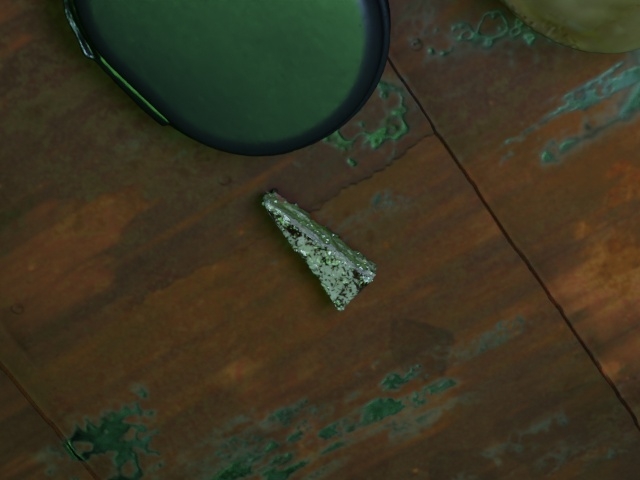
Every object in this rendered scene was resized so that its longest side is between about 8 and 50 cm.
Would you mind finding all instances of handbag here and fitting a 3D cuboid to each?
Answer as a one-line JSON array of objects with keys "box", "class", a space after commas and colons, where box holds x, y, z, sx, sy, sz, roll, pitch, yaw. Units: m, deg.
[{"box": [-0.085, -0.214, 1.591, 0.254, 0.093, 0.308, -40, 107, 22], "class": "handbag"}]

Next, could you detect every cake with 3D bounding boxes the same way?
[{"box": [0.000, 0.000, 1.709, 0.055, 0.051, 0.140, -30, 111, 17], "class": "cake"}]

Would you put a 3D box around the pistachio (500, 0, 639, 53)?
[{"box": [0.211, -0.282, 1.500, 0.260, 0.163, 0.212, 27, 81, -6], "class": "pistachio"}]
